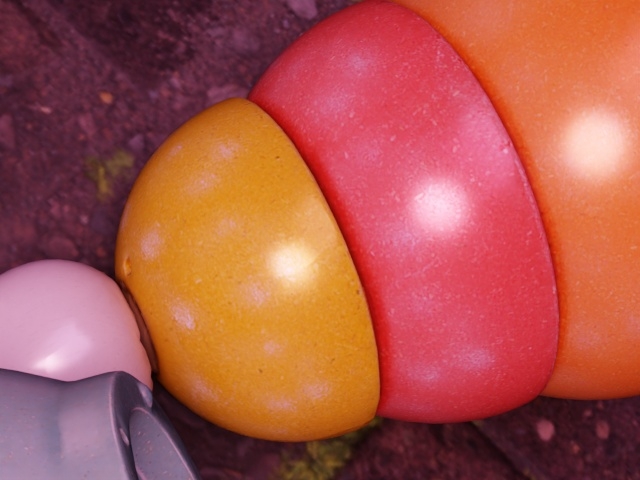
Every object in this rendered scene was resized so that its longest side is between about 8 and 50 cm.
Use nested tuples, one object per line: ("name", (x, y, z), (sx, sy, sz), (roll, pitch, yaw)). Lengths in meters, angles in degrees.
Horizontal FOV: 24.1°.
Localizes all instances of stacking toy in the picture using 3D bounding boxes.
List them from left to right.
("stacking toy", (0.000, 0.000, 0.891), (0.480, 0.350, 0.350), (-20, 72, -19))

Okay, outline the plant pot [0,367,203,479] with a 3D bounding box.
("plant pot", (-0.136, 0.172, 0.642), (0.196, 0.293, 0.293), (-25, 72, 3))
